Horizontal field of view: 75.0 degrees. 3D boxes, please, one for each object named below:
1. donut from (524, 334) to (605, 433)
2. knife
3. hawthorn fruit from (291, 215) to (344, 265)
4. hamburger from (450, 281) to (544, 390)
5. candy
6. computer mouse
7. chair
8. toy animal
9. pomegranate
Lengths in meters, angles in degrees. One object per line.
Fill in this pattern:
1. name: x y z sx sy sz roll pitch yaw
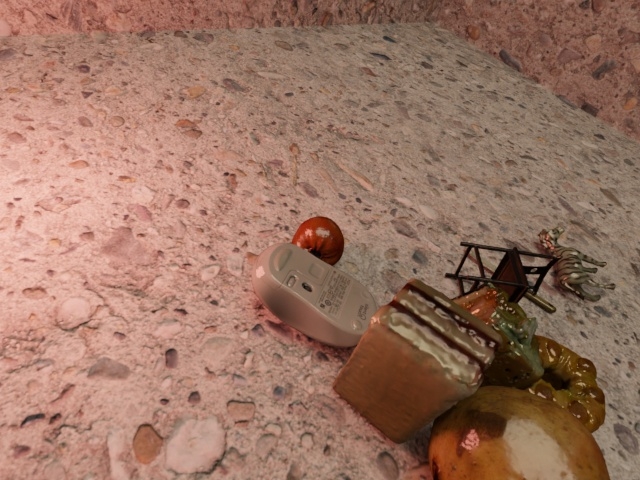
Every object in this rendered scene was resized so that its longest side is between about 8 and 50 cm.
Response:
1. donut: 0.496 0.316 0.911 0.227 0.114 0.226 9 45 -9
2. knife: 0.536 0.107 1.198 0.298 0.017 0.047 36 41 19
3. hawthorn fruit: 0.000 0.000 1.052 0.133 0.133 0.138 14 34 -4
4. hamburger: 0.331 0.220 0.869 0.192 0.288 0.167 47 47 1
5. candy: 0.149 0.227 0.744 0.179 0.320 0.135 40 51 17
6. computer mouse: -0.022 0.130 0.924 0.297 0.121 0.184 32 35 -7
7. chair: 0.474 0.108 1.071 0.260 0.154 0.141 8 45 0
8. toy animal: 0.776 0.072 1.267 0.170 0.090 0.255 6 43 -6
9. pomegranate: 0.310 0.374 0.685 0.281 0.281 0.281 9 45 -9
